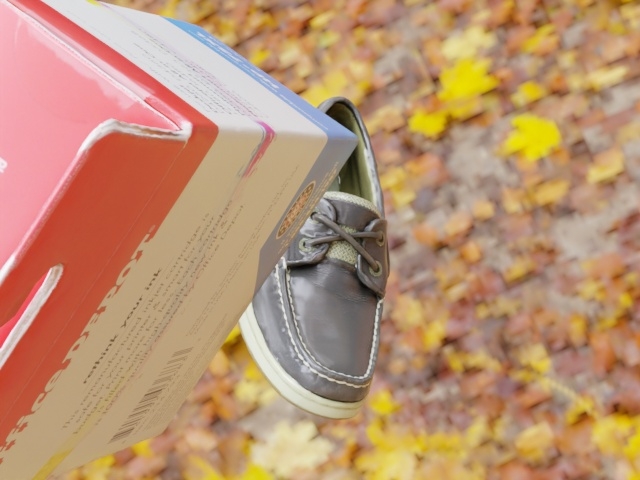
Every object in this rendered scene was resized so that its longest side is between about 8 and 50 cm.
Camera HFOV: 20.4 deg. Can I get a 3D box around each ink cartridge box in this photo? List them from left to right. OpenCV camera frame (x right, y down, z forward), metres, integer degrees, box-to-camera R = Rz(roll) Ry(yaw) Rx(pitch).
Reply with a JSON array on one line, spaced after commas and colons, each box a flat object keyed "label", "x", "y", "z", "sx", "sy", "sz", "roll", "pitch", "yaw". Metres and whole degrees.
[{"label": "ink cartridge box", "x": -0.080, "y": 0.001, "z": 0.527, "sx": 0.134, "sy": 0.078, "sz": 0.231, "roll": -56, "pitch": -11, "yaw": 10}]

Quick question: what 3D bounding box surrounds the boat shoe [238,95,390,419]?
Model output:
[{"label": "boat shoe", "x": 0.001, "y": 0.000, "z": 0.997, "sx": 0.073, "sy": 0.080, "sz": 0.223, "roll": -55, "pitch": 24, "yaw": 34}]
